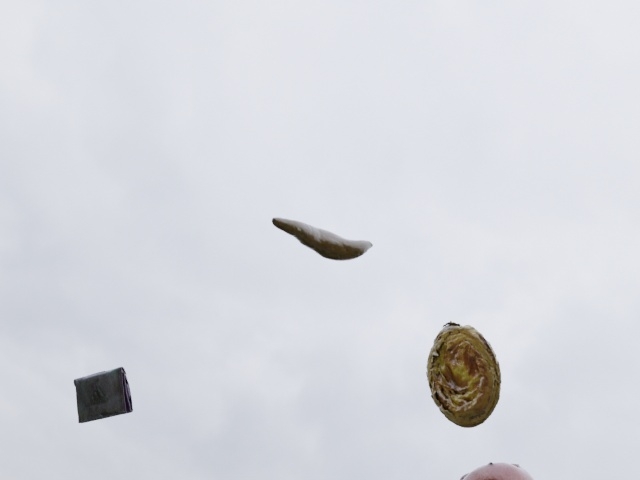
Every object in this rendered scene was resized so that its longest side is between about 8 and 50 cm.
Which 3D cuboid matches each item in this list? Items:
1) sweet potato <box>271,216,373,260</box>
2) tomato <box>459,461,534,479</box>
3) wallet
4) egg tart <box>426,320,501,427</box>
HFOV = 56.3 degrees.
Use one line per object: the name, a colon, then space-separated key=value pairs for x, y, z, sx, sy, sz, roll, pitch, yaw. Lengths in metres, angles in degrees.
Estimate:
sweet potato: x=-0.003 y=0.000 z=1.214 sx=0.250 sy=0.059 sz=0.069 roll=19 pitch=-26 yaw=-31
tomato: x=0.559 y=0.831 z=1.875 sx=0.265 sy=0.264 sz=0.264 roll=17 pitch=-40 yaw=15
wallet: x=-0.520 y=0.369 z=1.427 sx=0.166 sy=0.111 sz=0.030 roll=-17 pitch=-15 yaw=24
egg tart: x=0.413 y=0.372 z=1.689 sx=0.132 sy=0.296 sz=0.297 roll=5 pitch=-27 yaw=-31
